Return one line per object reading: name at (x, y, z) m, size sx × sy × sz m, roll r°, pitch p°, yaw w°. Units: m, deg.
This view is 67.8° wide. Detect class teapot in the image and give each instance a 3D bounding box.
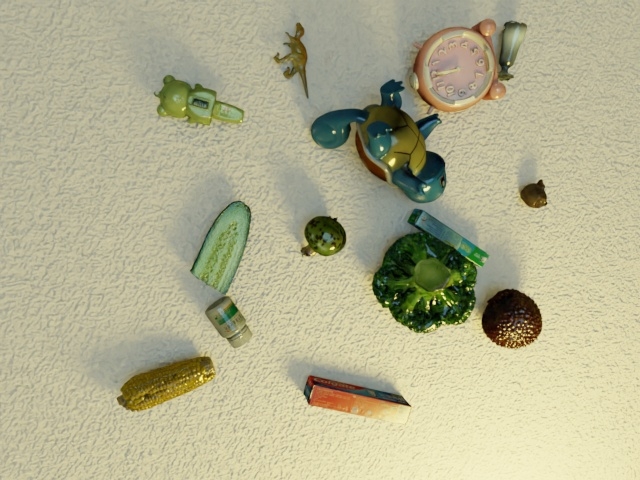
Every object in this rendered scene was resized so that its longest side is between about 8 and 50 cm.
teapot at (0.685, -0.136, 1.485) m, size 0.110 × 0.080 × 0.085 m, roll 26°, pitch 120°, yaw -28°

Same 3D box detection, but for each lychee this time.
lychee at (0.590, 0.246, 1.460) m, size 0.188 × 0.188 × 0.188 m, roll -2°, pitch 97°, yaw -13°

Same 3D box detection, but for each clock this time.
clock at (0.368, -0.476, 1.343) m, size 0.241 × 0.142 × 0.227 m, roll -16°, pitch 104°, yaw -1°

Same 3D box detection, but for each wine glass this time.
wine glass at (0.555, -0.556, 1.403) m, size 0.072 × 0.072 × 0.156 m, roll 12°, pitch 95°, yaw -15°

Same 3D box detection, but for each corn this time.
corn at (-0.412, 0.382, 1.274) m, size 0.261 × 0.097 × 0.097 m, roll -18°, pitch 101°, yaw -11°

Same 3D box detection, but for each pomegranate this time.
pomegranate at (0.000, 0.000, 1.321) m, size 0.122 × 0.122 × 0.161 m, roll 42°, pitch 110°, yaw -15°

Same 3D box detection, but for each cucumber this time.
cucumber at (-0.253, 0.010, 1.282) m, size 0.115 × 0.063 × 0.244 m, roll 26°, pitch 90°, yaw -9°

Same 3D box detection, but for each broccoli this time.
broccoli at (0.286, 0.108, 1.321) m, size 0.297 × 0.297 × 0.298 m, roll -3°, pitch 72°, yaw 11°

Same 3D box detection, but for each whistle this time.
whistle at (-0.308, -0.346, 1.214) m, size 0.227 × 0.085 × 0.105 m, roll 12°, pitch 94°, yaw -13°

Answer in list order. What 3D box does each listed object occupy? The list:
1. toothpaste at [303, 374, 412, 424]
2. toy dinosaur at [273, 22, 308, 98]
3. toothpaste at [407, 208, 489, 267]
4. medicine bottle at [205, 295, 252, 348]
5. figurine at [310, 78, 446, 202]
toothpaste at (0.111, 0.477, 1.422) m, size 0.320 × 0.076 × 0.066 m, roll 18°, pitch 92°, yaw -15°
toy dinosaur at (-0.049, -0.486, 1.284) m, size 0.162 × 0.039 × 0.126 m, roll 44°, pitch 84°, yaw -16°
toothpaste at (0.385, -0.008, 1.433) m, size 0.266 × 0.065 × 0.050 m, roll 31°, pitch 89°, yaw -15°
medicine bottle at (-0.248, 0.224, 1.301) m, size 0.080 × 0.080 × 0.130 m, roll -34°, pitch 103°, yaw -7°
figurine at (0.189, -0.251, 1.270) m, size 0.416 × 0.243 × 0.298 m, roll 26°, pitch 49°, yaw -14°
